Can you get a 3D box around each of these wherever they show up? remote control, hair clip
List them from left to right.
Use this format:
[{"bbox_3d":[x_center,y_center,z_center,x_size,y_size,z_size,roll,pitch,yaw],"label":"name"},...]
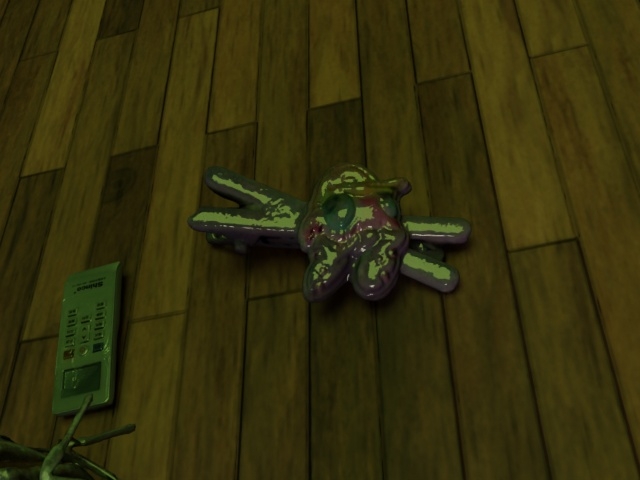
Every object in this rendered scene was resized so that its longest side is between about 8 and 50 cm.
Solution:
[{"bbox_3d":[-0.224,0.094,0.809,0.061,0.029,0.162,-15,54,12],"label":"remote control"},{"bbox_3d":[-0.008,-0.007,0.767,0.278,0.090,0.137,7,64,26],"label":"hair clip"}]

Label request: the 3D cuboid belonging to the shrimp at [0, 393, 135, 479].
[{"bbox_3d":[-0.181,0.226,0.608,0.410,0.166,0.222,8,83,32],"label":"shrimp"}]
